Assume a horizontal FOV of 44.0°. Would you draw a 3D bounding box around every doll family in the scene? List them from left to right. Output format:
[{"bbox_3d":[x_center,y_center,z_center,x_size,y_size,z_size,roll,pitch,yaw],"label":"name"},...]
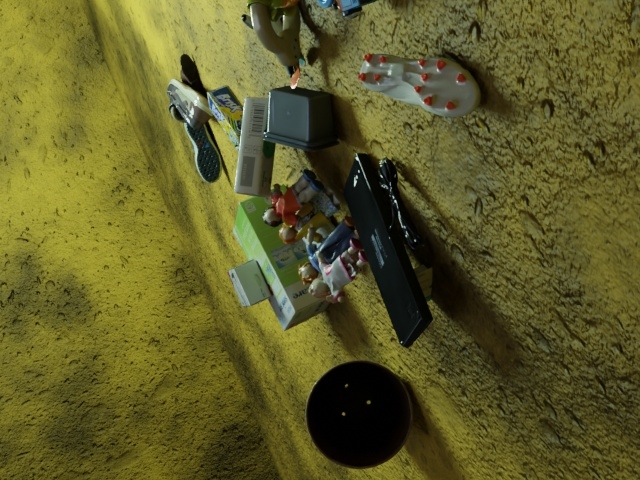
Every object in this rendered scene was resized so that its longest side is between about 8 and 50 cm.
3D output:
[{"bbox_3d":[0.000,0.000,1.502,0.163,0.118,0.263,-42,71,28],"label":"doll family"}]

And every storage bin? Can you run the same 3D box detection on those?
[{"bbox_3d":[-0.031,-0.220,1.397,0.135,0.098,0.091,21,121,40],"label":"storage bin"}]

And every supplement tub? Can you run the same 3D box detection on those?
[{"bbox_3d":[0.001,-0.009,1.610,0.107,0.071,0.071,55,160,34],"label":"supplement tub"}]

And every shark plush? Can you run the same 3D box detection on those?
[{"bbox_3d":[-0.077,-0.377,1.442,0.161,0.073,0.067,51,-171,-22],"label":"shark plush"}]

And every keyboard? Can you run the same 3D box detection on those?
[{"bbox_3d":[0.113,-0.007,1.264,0.201,0.033,0.317,110,145,-57],"label":"keyboard"}]

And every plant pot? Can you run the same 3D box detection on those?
[{"bbox_3d":[0.074,0.357,1.697,0.230,0.215,0.215,109,136,-85],"label":"plant pot"}]

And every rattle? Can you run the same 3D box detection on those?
[{"bbox_3d":[-0.024,-0.347,1.300,0.130,0.142,0.200,-81,-28,-50],"label":"rattle"}]

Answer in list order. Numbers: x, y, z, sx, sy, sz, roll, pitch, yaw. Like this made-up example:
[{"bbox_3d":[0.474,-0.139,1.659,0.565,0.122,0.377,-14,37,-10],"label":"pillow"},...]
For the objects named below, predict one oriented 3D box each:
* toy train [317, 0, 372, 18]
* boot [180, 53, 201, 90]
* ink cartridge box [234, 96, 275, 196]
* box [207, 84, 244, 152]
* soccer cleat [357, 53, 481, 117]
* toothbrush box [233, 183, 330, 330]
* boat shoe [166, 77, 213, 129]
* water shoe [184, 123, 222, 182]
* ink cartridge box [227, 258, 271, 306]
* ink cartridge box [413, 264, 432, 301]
[{"bbox_3d":[0.029,-0.387,1.039,0.105,0.080,0.184,6,117,60],"label":"toy train"},{"bbox_3d":[-0.364,-0.458,2.146,0.114,0.037,0.106,40,152,62],"label":"boot"},{"bbox_3d":[-0.102,-0.174,1.552,0.224,0.056,0.181,-1,-82,-76],"label":"ink cartridge box"},{"bbox_3d":[-0.208,-0.290,1.879,0.169,0.054,0.059,55,160,30],"label":"box"},{"bbox_3d":[0.133,-0.200,1.013,0.196,0.076,0.068,27,99,42],"label":"soccer cleat"},{"bbox_3d":[-0.086,0.044,1.848,0.283,0.122,0.206,61,163,11],"label":"toothbrush box"},{"bbox_3d":[-0.365,-0.363,2.134,0.103,0.092,0.285,39,177,-36],"label":"boat shoe"},{"bbox_3d":[-0.327,-0.266,2.264,0.080,0.073,0.203,-94,-11,-77],"label":"water shoe"},{"bbox_3d":[-0.172,0.103,1.881,0.099,0.056,0.135,66,166,0],"label":"ink cartridge box"},{"bbox_3d":[0.156,0.072,1.301,0.028,0.048,0.083,51,156,39],"label":"ink cartridge box"}]
